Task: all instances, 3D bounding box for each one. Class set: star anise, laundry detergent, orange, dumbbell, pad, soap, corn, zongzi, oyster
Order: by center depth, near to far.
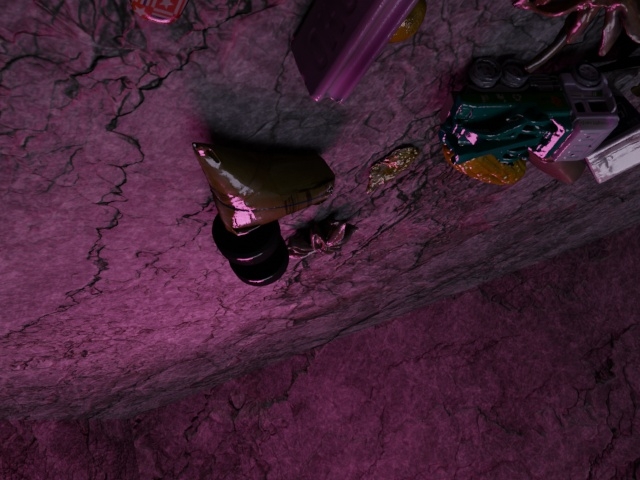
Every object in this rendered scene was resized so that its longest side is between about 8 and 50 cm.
[{"bbox_3d":[0.040,-0.304,0.748,0.066,0.122,0.203,-4,152,-35],"label":"soap"},{"bbox_3d":[0.112,-0.335,0.783,0.095,0.085,0.085,-36,164,-21],"label":"orange"},{"bbox_3d":[0.448,-0.396,0.803,0.109,0.292,0.349,-43,145,-30],"label":"star anise"},{"bbox_3d":[-0.095,-0.143,1.028,0.260,0.123,0.289,-20,155,-10],"label":"zongzi"},{"bbox_3d":[0.669,-0.361,1.066,0.174,0.022,0.233,-22,-163,-24],"label":"pad"},{"bbox_3d":[0.174,-0.180,1.271,0.146,0.045,0.121,-15,144,-13],"label":"oyster"},{"bbox_3d":[-0.162,0.009,1.275,0.153,0.152,0.218,-18,158,-3],"label":"dumbbell"},{"bbox_3d":[0.408,-0.201,1.298,0.120,0.120,0.363,-34,154,33],"label":"corn"},{"bbox_3d":[0.544,-0.221,1.305,0.237,0.171,0.076,12,113,-52],"label":"laundry detergent"},{"bbox_3d":[0.005,-0.007,1.482,0.212,0.073,0.197,-3,157,-41],"label":"star anise"}]

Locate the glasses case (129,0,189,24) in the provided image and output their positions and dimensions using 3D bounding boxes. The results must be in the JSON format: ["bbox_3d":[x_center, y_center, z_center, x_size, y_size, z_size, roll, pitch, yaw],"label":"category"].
[{"bbox_3d":[-0.165,-0.334,0.604,0.073,0.049,0.194,2,150,-39],"label":"glasses case"}]

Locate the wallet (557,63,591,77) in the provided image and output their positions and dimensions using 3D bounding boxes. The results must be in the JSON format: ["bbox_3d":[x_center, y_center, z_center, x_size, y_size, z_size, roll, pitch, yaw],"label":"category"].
[{"bbox_3d":[0.514,-0.333,1.197,0.176,0.026,0.095,-22,152,1],"label":"wallet"}]

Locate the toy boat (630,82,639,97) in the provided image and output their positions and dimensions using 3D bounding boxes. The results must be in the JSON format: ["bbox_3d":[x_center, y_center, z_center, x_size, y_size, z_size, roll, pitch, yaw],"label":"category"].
[{"bbox_3d":[0.788,-0.417,1.109,0.089,0.115,0.310,-8,158,-24],"label":"toy boat"}]

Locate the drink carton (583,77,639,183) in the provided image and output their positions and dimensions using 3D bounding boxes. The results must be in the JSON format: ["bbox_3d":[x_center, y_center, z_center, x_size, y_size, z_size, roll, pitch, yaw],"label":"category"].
[{"bbox_3d":[0.638,-0.255,1.208,0.134,0.222,0.102,-31,127,25],"label":"drink carton"}]

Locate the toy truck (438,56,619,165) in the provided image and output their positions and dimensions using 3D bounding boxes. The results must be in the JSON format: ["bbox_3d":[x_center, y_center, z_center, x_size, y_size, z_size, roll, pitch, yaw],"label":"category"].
[{"bbox_3d":[0.407,-0.246,1.078,0.364,0.177,0.176,-6,155,-12],"label":"toy truck"}]
